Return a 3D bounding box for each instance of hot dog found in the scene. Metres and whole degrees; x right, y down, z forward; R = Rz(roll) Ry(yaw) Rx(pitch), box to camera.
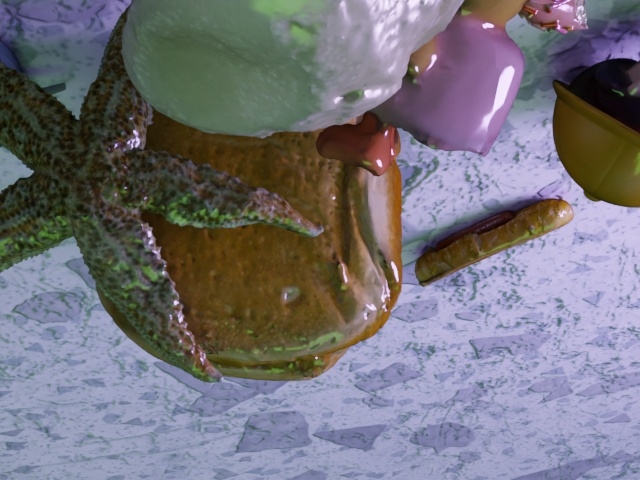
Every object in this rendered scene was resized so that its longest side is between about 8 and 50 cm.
[{"bbox_3d":[0.205,-0.002,1.617,0.215,0.047,0.066,-25,-176,27],"label":"hot dog"}]

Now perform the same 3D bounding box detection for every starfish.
[{"bbox_3d":[-0.175,-0.059,1.126,0.357,0.347,0.078,2,171,2],"label":"starfish"}]

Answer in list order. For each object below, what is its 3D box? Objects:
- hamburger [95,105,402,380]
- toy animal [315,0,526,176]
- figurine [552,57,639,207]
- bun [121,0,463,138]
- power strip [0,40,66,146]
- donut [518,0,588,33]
[{"bbox_3d":[-0.070,-0.028,1.240,0.284,0.305,0.174,6,158,-9],"label":"hamburger"},{"bbox_3d":[0.094,-0.189,1.085,0.169,0.281,0.195,12,-173,2],"label":"toy animal"},{"bbox_3d":[0.349,-0.137,1.312,0.192,0.167,0.257,29,132,-29],"label":"figurine"},{"bbox_3d":[-0.003,-0.238,0.884,0.227,0.353,0.349,9,-176,-12],"label":"bun"},{"bbox_3d":[-0.346,-0.126,1.237,0.216,0.044,0.137,-14,150,8],"label":"power strip"},{"bbox_3d":[0.212,-0.246,1.180,0.117,0.065,0.166,-5,148,-11],"label":"donut"}]
